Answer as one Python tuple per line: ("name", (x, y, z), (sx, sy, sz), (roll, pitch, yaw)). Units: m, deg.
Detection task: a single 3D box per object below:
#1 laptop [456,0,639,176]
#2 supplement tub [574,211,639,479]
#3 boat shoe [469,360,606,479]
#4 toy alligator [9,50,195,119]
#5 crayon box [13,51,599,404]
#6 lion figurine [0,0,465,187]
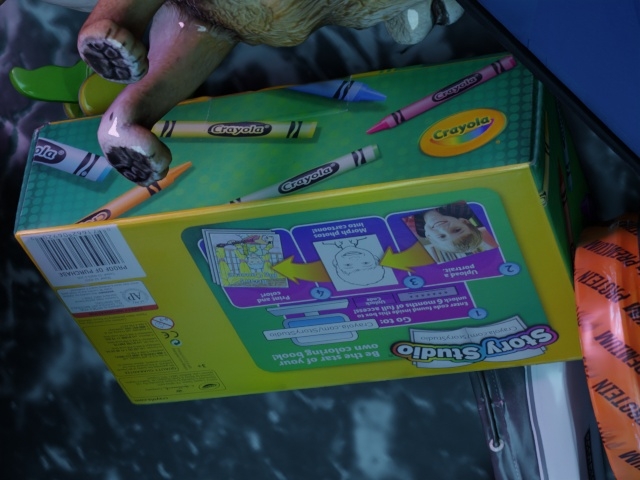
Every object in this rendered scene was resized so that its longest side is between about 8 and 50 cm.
("laptop", (0.209, -0.126, 0.888), (0.264, 0.234, 0.137), (0, 131, 15))
("supplement tub", (0.307, 0.034, 0.962), (0.338, 0.207, 0.207), (-14, 108, 19))
("boat shoe", (0.118, 0.149, 1.134), (0.076, 0.080, 0.228), (-1, 111, 21))
("toy alligator", (-0.079, -0.069, 1.107), (0.189, 0.056, 0.051), (25, 83, -15))
("crayon box", (0.000, 0.000, 1.058), (0.278, 0.081, 0.165), (-7, 141, 17))
("lion figurine", (-0.117, -0.155, 1.015), (0.392, 0.240, 0.142), (14, 144, 23))
